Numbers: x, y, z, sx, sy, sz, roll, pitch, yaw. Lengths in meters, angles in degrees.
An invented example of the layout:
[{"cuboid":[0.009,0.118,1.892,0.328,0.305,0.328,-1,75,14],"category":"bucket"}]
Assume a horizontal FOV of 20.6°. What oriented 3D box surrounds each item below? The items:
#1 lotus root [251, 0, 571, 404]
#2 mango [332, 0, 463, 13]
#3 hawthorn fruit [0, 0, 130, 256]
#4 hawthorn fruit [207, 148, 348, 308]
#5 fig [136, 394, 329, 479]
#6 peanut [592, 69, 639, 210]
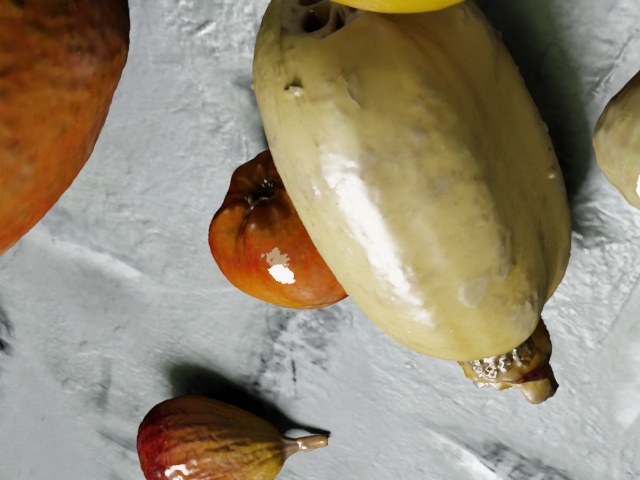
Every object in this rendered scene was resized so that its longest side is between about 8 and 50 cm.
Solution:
[{"cuboid":[0.070,-0.030,1.129,0.152,0.169,0.342,1,132,37],"category":"lotus root"},{"cuboid":[0.062,-0.188,0.950,0.249,0.156,0.151,7,144,-42],"category":"mango"},{"cuboid":[-0.298,-0.092,1.149,0.285,0.369,0.284,28,158,13],"category":"hawthorn fruit"},{"cuboid":[-0.011,-0.011,1.244,0.125,0.140,0.125,0,90,36],"category":"hawthorn fruit"},{"cuboid":[-0.081,0.195,1.483,0.153,0.119,0.119,16,137,14],"category":"fig"},{"cuboid":[0.270,-0.057,1.018,0.224,0.129,0.129,2,132,31],"category":"peanut"}]
